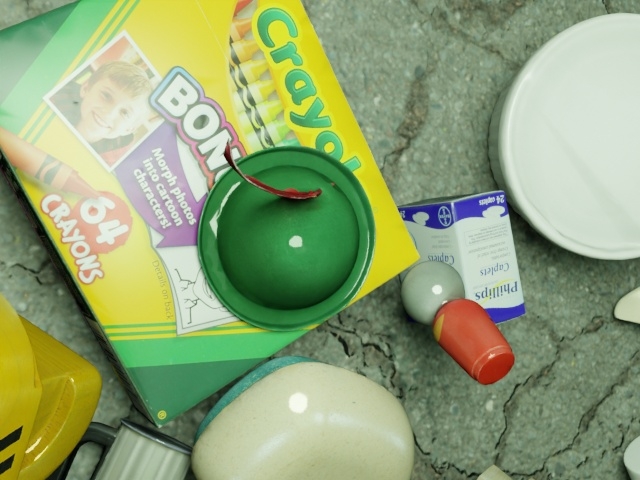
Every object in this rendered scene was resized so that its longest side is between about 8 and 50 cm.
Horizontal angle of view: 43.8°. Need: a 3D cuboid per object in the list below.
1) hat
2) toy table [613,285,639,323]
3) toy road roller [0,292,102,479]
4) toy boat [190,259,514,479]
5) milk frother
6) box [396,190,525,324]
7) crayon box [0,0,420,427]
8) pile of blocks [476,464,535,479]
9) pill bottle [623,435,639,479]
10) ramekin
[{"bbox_3d":[0.000,0.000,0.661,0.208,0.183,0.173,-10,95,-26],"label":"hat"},{"bbox_3d":[0.511,0.047,0.994,0.274,0.252,0.161,10,91,-57],"label":"toy table"},{"bbox_3d":[-0.315,0.179,0.620,0.240,0.202,0.330,-6,119,-61],"label":"toy road roller"},{"bbox_3d":[0.037,0.159,0.792,0.318,0.148,0.267,-40,134,3],"label":"toy boat"},{"bbox_3d":[-0.187,0.234,0.712,0.129,0.143,0.135,28,78,-18],"label":"milk frother"},{"bbox_3d":[0.146,0.021,0.875,0.072,0.126,0.137,-14,95,-26],"label":"box"},{"bbox_3d":[-0.116,-0.065,0.766,0.313,0.106,0.363,-31,102,-22],"label":"crayon box"},{"bbox_3d":[0.118,0.387,0.886,0.112,0.149,0.362,37,57,25],"label":"pile of blocks"},{"bbox_3d":[0.481,0.362,1.022,0.131,0.131,0.229,-32,102,-22],"label":"pill bottle"},{"bbox_3d":[0.320,-0.116,0.925,0.272,0.127,0.273,-1,95,-8],"label":"ramekin"}]
